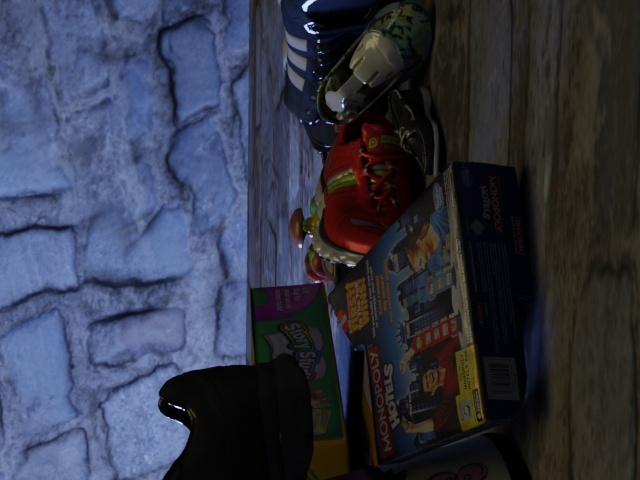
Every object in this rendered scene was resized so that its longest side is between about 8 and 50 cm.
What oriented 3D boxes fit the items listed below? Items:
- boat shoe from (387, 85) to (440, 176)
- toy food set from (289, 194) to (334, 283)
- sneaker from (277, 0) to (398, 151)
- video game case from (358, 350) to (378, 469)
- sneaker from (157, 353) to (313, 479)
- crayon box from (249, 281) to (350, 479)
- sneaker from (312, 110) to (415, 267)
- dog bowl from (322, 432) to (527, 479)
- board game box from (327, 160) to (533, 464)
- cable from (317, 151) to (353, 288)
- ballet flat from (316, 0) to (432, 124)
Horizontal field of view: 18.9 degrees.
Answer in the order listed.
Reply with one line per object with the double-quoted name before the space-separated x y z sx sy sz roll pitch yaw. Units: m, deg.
"boat shoe" 0.086 -0.100 1.760 0.125 0.038 0.046 -98 10 -49
"toy food set" 0.000 0.000 2.370 0.218 0.071 0.128 130 139 -80
"sneaker" 0.025 -0.182 1.972 0.350 0.131 0.148 89 174 -78
"video game case" 0.067 0.221 2.017 0.204 0.025 0.285 -106 17 -65
"sneaker" -0.066 0.226 1.429 0.109 0.130 0.286 107 160 -63
"crayon box" -0.021 0.270 2.261 0.363 0.106 0.313 -99 3 -64
"sneaker" 0.048 -0.051 1.849 0.279 0.107 0.118 -112 34 -64
"dog bowl" 0.070 0.352 1.472 0.408 0.150 0.407 179 90 -83
"board game box" 0.081 0.064 1.438 0.194 0.060 0.194 -31 59 56
"cable" 0.010 -0.069 2.212 0.139 0.072 0.287 110 164 -73
"ballet flat" 0.047 -0.161 1.822 0.188 0.070 0.070 130 141 -59
